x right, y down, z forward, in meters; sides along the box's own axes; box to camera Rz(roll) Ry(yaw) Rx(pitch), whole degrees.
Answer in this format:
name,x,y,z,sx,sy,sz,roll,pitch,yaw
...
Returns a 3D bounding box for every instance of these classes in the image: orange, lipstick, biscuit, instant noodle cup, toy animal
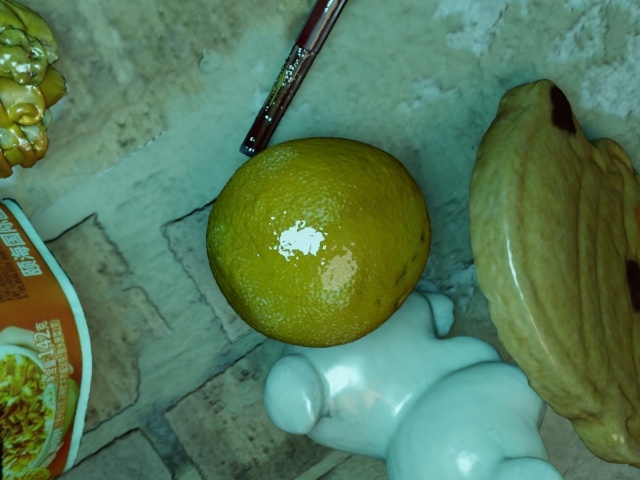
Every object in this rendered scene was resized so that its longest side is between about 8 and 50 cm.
name,x,y,z,sx,sy,sz,roll,pitch,yaw
orange,0.000,0.000,1.064,0.206,0.206,0.206,-17,128,-23
lipstick,-0.023,-0.150,1.056,0.027,0.027,0.176,14,113,-39
biscuit,0.296,0.051,1.223,0.455,0.078,0.350,31,58,-43
instant noodle cup,-0.352,0.105,0.872,0.307,0.294,0.294,-13,127,-36
toy animal,0.110,0.207,1.169,0.241,0.367,0.196,-9,128,-42

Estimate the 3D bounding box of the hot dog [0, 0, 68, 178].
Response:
name,x,y,z,sx,sy,sz,roll,pitch,yaw
hot dog,-0.342,-0.091,0.806,0.348,0.117,0.158,-5,126,-30
